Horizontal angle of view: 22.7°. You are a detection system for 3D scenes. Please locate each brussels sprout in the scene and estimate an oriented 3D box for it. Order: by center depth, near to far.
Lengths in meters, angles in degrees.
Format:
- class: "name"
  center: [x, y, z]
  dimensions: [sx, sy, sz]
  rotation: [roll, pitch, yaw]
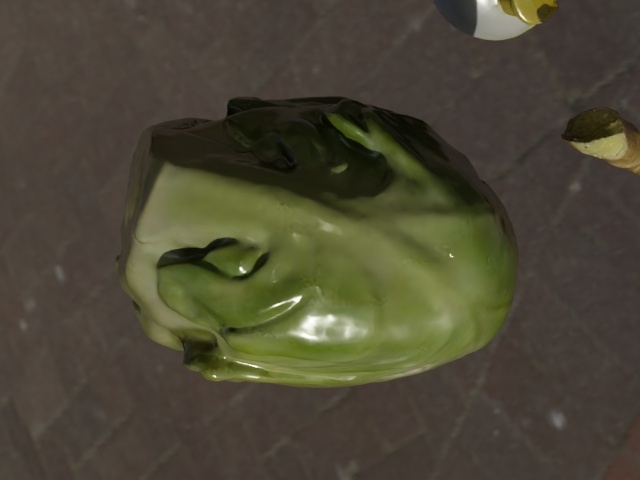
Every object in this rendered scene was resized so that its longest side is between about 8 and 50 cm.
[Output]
- class: "brussels sprout"
  center: [0.000, 0.000, 1.269]
  dimensions: [0.328, 0.328, 0.247]
  rotation: [-7, 75, 53]

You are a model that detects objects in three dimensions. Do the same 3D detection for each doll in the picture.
- class: "doll"
  center: [0.155, -0.279, 1.537]
  dimensions: [0.117, 0.296, 0.141]
  rotation: [-36, 112, 14]

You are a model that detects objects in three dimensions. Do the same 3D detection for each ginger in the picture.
- class: "ginger"
  center: [0.254, -0.082, 1.346]
  dimensions: [0.057, 0.137, 0.044]
  rotation: [21, 92, 43]
